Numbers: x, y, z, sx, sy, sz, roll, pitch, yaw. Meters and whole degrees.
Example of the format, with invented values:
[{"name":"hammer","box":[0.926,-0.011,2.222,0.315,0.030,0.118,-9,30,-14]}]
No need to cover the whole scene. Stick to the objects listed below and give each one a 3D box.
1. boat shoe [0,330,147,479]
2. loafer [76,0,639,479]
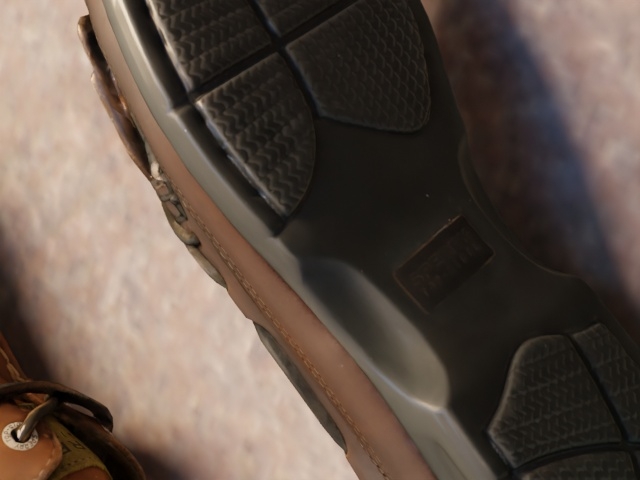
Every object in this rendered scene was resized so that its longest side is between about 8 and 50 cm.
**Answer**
[{"name":"boat shoe","box":[-0.104,0.086,0.621,0.104,0.111,0.307,-29,80,29]},{"name":"loafer","box":[0.000,0.000,0.513,0.267,0.096,0.084,56,139,7]}]
